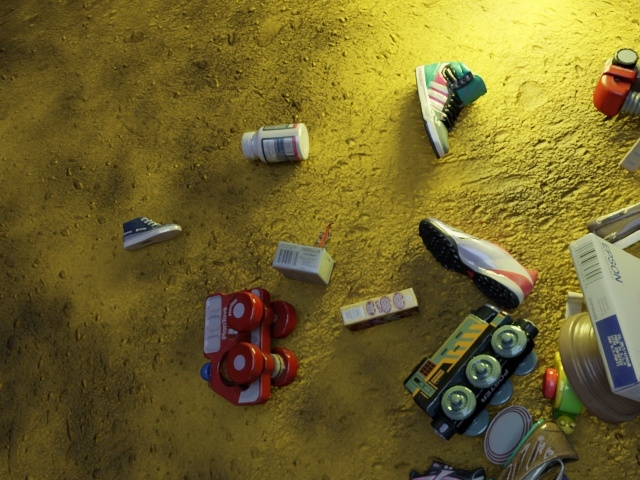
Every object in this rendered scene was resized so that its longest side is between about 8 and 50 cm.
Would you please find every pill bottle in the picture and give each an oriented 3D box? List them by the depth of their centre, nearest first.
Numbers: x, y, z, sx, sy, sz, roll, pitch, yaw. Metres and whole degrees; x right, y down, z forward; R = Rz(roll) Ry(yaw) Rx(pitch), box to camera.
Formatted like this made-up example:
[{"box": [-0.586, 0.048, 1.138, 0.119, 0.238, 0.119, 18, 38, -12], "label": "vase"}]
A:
[{"box": [-0.132, -0.283, 1.535, 0.180, 0.108, 0.108, -1, 72, 13], "label": "pill bottle"}]

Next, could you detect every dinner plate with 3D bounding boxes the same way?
[{"box": [0.418, 0.433, 1.173, 0.141, 0.141, 0.017, -52, 26, -6], "label": "dinner plate"}]

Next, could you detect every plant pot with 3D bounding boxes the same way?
[{"box": [0.627, 0.255, 1.105, 0.237, 0.110, 0.237, 16, 56, -25], "label": "plant pot"}]

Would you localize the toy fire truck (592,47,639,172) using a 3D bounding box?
[{"box": [0.794, -0.324, 1.320, 0.217, 0.158, 0.246, 23, 69, 19], "label": "toy fire truck"}]

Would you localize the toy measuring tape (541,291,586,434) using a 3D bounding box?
[{"box": [0.571, 0.269, 1.183, 0.121, 0.121, 0.330, 9, 75, 16], "label": "toy measuring tape"}]

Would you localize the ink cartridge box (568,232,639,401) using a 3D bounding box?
[{"box": [0.669, 0.179, 1.057, 0.330, 0.071, 0.324, 20, 50, -23], "label": "ink cartridge box"}]

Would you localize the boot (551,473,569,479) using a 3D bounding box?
[{"box": [0.544, 0.604, 1.097, 0.106, 0.082, 0.219, -41, 66, 1], "label": "boot"}]

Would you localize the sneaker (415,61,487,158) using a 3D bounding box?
[{"box": [0.371, -0.375, 1.442, 0.178, 0.124, 0.296, -12, 68, 19], "label": "sneaker"}]

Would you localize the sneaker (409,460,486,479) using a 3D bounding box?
[{"box": [0.284, 0.536, 1.190, 0.178, 0.072, 0.077, -15, 58, 2], "label": "sneaker"}]

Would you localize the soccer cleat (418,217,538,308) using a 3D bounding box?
[{"box": [0.390, 0.036, 1.320, 0.116, 0.109, 0.318, -39, 64, -23], "label": "soccer cleat"}]

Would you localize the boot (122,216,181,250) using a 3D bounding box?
[{"box": [-0.509, -0.038, 1.565, 0.190, 0.069, 0.086, -17, 72, 10], "label": "boot"}]

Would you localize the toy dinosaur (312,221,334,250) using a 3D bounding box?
[{"box": [0.000, 0.000, 1.431, 0.047, 0.090, 0.082, 17, 33, 8], "label": "toy dinosaur"}]

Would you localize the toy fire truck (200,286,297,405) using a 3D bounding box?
[{"box": [-0.209, 0.273, 1.361, 0.254, 0.169, 0.302, -15, 67, 34], "label": "toy fire truck"}]

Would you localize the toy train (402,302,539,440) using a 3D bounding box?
[{"box": [0.346, 0.292, 1.205, 0.334, 0.142, 0.190, -48, 40, -7], "label": "toy train"}]

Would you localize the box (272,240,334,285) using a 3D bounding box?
[{"box": [-0.042, 0.062, 1.384, 0.126, 0.137, 0.072, 10, 74, 16], "label": "box"}]

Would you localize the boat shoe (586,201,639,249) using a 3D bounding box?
[{"box": [0.801, -0.077, 1.242, 0.324, 0.116, 0.097, -30, 71, 9], "label": "boat shoe"}]

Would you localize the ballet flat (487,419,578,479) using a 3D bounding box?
[{"box": [0.413, 0.539, 1.110, 0.342, 0.116, 0.124, -43, 46, -3], "label": "ballet flat"}]

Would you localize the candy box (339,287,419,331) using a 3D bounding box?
[{"box": [0.151, 0.177, 1.316, 0.186, 0.109, 0.053, -18, 69, 8], "label": "candy box"}]
